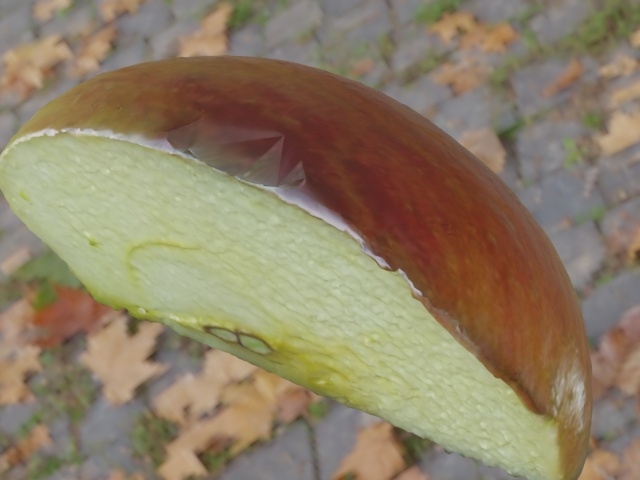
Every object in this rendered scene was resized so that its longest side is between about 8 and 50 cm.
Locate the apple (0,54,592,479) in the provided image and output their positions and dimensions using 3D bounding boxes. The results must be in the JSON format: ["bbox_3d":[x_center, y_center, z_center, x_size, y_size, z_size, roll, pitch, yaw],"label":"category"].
[{"bbox_3d":[0.000,0.000,0.997,0.346,0.179,0.254,24,20,17],"label":"apple"}]
